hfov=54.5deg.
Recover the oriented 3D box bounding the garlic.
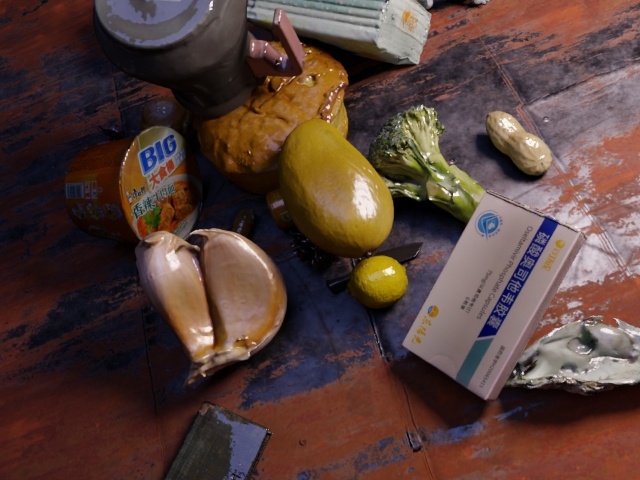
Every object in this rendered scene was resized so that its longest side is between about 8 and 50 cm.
[{"bbox_3d":[-0.234,0.116,1.293,0.286,0.249,0.313,-27,81,30],"label":"garlic"}]

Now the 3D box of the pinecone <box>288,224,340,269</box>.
[{"bbox_3d":[-0.002,0.000,1.355,0.140,0.140,0.120,29,114,28],"label":"pinecone"}]

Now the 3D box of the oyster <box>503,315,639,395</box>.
[{"bbox_3d":[0.475,0.220,1.104,0.252,0.087,0.199,-39,51,-13],"label":"oyster"}]

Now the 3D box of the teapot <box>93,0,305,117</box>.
[{"bbox_3d":[-0.231,-0.420,1.278,0.376,0.362,0.305,6,82,11],"label":"teapot"}]

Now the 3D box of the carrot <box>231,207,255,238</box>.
[{"bbox_3d":[-0.204,0.035,1.447,0.049,0.049,0.254,8,68,21],"label":"carrot"}]

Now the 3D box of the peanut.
[{"bbox_3d":[0.431,-0.217,1.370,0.082,0.082,0.187,-34,58,-4],"label":"peanut"}]

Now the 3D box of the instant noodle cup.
[{"bbox_3d":[-0.450,-0.121,1.479,0.214,0.296,0.296,1,61,27],"label":"instant noodle cup"}]

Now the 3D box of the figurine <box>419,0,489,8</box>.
[{"bbox_3d":[0.347,-0.699,1.641,0.265,0.140,0.193,-22,35,-24],"label":"figurine"}]

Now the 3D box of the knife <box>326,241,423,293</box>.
[{"bbox_3d":[0.118,0.049,1.351,0.230,0.028,0.060,-22,45,2],"label":"knife"}]

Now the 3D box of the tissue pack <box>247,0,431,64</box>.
[{"bbox_3d":[0.044,-0.564,1.563,0.388,0.287,0.162,20,105,26],"label":"tissue pack"}]

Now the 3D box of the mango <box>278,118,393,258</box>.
[{"bbox_3d":[0.017,-0.102,1.255,0.195,0.142,0.331,-31,64,-14],"label":"mango"}]

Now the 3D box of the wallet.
[{"bbox_3d":[-0.230,0.482,1.194,0.169,0.044,0.317,17,68,23],"label":"wallet"}]

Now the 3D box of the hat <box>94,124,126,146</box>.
[{"bbox_3d":[-0.548,-0.245,1.686,0.140,0.129,0.227,13,36,-21],"label":"hat"}]

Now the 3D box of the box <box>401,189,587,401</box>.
[{"bbox_3d":[0.316,0.098,1.154,0.200,0.065,0.343,30,94,38],"label":"box"}]

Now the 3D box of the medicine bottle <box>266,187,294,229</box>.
[{"bbox_3d":[-0.022,-0.099,1.432,0.192,0.096,0.096,-21,57,5],"label":"medicine bottle"}]

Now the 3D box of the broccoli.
[{"bbox_3d":[0.241,-0.109,1.320,0.252,0.221,0.361,-15,55,-29],"label":"broccoli"}]

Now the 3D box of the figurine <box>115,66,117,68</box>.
[{"bbox_3d":[-0.540,-0.636,1.884,0.180,0.154,0.262,1,78,7],"label":"figurine"}]

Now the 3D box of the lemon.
[{"bbox_3d":[0.116,0.086,1.277,0.133,0.109,0.109,-20,57,-3],"label":"lemon"}]

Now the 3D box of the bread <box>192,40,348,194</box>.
[{"bbox_3d":[-0.108,-0.299,1.505,0.398,0.215,0.398,-7,59,12],"label":"bread"}]

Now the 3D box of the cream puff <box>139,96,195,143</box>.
[{"bbox_3d":[-0.403,-0.303,1.653,0.150,0.115,0.165,-4,51,7],"label":"cream puff"}]
